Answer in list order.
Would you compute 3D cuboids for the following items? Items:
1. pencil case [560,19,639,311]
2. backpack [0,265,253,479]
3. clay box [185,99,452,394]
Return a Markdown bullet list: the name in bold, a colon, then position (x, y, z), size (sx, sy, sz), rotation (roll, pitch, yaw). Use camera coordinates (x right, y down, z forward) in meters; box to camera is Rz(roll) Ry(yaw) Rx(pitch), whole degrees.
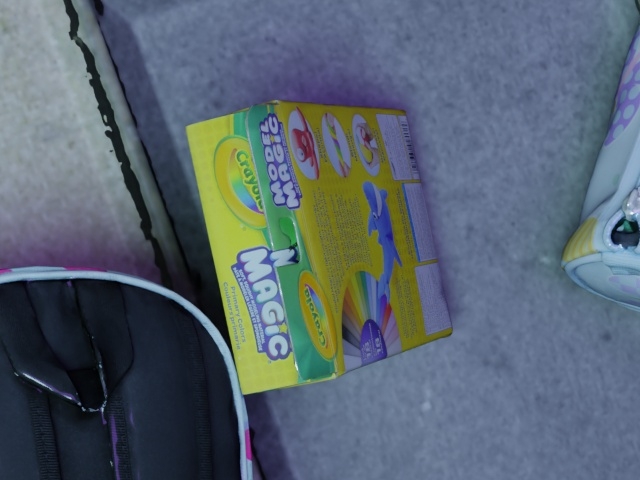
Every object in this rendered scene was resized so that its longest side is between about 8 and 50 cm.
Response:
- **pencil case**: position (0.221, -0.087, 0.991), size (0.124, 0.113, 0.273), rotation (31, 71, -39)
- **backpack**: position (-0.140, 0.137, 0.772), size (0.225, 0.191, 0.253), rotation (-4, 92, -37)
- **clay box**: position (0.000, 0.000, 0.850), size (0.053, 0.222, 0.127), rotation (-13, 88, 21)
